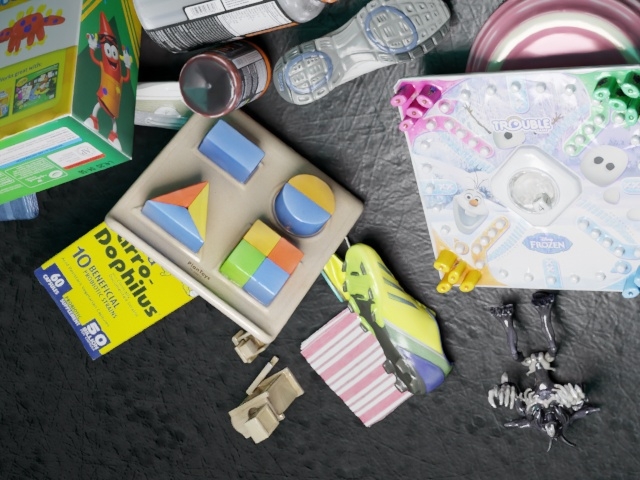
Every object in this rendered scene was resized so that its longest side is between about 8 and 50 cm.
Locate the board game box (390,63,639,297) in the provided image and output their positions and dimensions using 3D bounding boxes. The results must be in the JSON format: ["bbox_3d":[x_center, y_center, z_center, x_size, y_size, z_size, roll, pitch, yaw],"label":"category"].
[{"bbox_3d":[0.324,-0.075,1.813,0.389,0.050,0.390,1,125,28],"label":"board game box"}]

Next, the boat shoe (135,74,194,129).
[{"bbox_3d":[-0.331,-0.226,2.059,0.320,0.118,0.103,-3,105,14],"label":"boat shoe"}]

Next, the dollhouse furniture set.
[{"bbox_3d":[-0.141,0.264,2.113,0.101,0.182,0.161,-32,95,27],"label":"dollhouse furniture set"}]

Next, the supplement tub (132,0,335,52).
[{"bbox_3d":[-0.120,-0.414,1.842,0.316,0.193,0.194,-10,104,24],"label":"supplement tub"}]

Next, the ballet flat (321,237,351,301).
[{"bbox_3d":[0.000,0.000,2.040,0.077,0.077,0.231,-38,95,6],"label":"ballet flat"}]

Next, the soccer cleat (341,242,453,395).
[{"bbox_3d":[0.132,0.124,2.011,0.093,0.121,0.289,-7,113,60],"label":"soccer cleat"}]

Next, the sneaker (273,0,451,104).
[{"bbox_3d":[0.064,-0.313,1.884,0.297,0.129,0.111,-21,98,7],"label":"sneaker"}]

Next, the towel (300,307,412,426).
[{"bbox_3d":[0.073,0.222,2.106,0.144,0.029,0.197,-40,93,27],"label":"towel"}]

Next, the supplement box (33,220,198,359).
[{"bbox_3d":[-0.286,0.024,2.079,0.356,0.195,0.194,-32,95,26],"label":"supplement box"}]

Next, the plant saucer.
[{"bbox_3d":[0.377,-0.229,1.804,0.332,0.084,0.332,7,110,18],"label":"plant saucer"}]

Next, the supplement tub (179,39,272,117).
[{"bbox_3d":[-0.145,-0.268,1.924,0.106,0.198,0.106,6,109,18],"label":"supplement tub"}]

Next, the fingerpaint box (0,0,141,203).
[{"bbox_3d":[-0.520,-0.261,1.978,0.444,0.163,0.371,-16,58,25],"label":"fingerpaint box"}]

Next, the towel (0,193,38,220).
[{"bbox_3d":[-0.593,-0.071,2.257,0.119,0.029,0.067,-3,106,21],"label":"towel"}]

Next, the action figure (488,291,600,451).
[{"bbox_3d":[0.355,0.233,1.940,0.164,0.141,0.276,-13,99,23],"label":"action figure"}]

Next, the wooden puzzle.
[{"bbox_3d":[-0.120,-0.054,1.889,0.322,0.348,0.080,37,143,-3],"label":"wooden puzzle"}]
